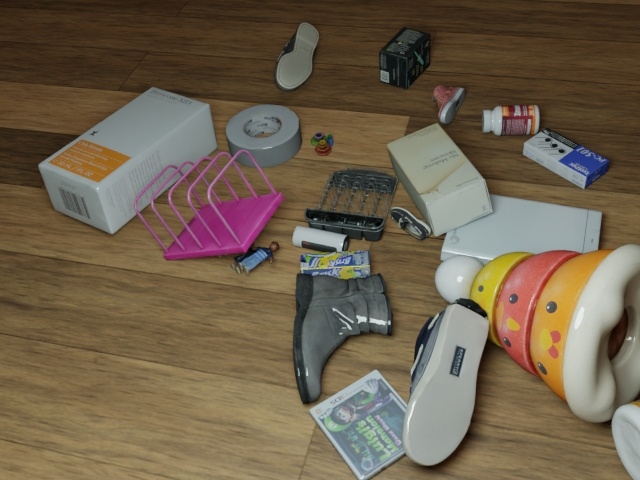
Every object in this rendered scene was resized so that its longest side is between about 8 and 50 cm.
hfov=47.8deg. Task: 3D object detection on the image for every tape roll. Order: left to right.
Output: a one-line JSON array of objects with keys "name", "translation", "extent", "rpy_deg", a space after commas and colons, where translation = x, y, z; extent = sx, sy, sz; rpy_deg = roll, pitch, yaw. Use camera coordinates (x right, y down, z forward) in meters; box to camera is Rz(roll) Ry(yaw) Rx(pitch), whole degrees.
[{"name": "tape roll", "translation": [-0.166, -0.310, 2.132], "extent": [0.219, 0.072, 0.219], "rpy_deg": [-4, 45, 4]}]

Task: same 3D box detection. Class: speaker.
[{"name": "speaker", "translation": [0.000, 0.000, 1.817], "extent": [0.136, 0.055, 0.055], "rpy_deg": [12, 48, 18]}]

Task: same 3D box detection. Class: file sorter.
[{"name": "file sorter", "translation": [-0.283, -0.093, 1.782], "extent": [0.290, 0.182, 0.202], "rpy_deg": [-6, 38, 39]}]

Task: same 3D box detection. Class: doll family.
[{"name": "doll family", "translation": [-0.183, 0.020, 1.813], "extent": [0.111, 0.076, 0.193], "rpy_deg": [-31, 55, -28]}]

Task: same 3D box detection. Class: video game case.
[{"name": "video game case", "translation": [0.099, 0.370, 1.463], "extent": [0.173, 0.022, 0.190], "rpy_deg": [-28, 49, -19]}]

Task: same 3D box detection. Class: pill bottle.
[{"name": "pill bottle", "translation": [0.541, -0.343, 2.063], "extent": [0.152, 0.086, 0.086], "rpy_deg": [-1, 46, 6]}, {"name": "pill bottle", "translation": [0.695, 0.344, 1.316], "extent": [0.278, 0.162, 0.162], "rpy_deg": [-15, 46, -6]}]

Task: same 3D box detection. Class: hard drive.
[{"name": "hard drive", "translation": [0.494, -0.013, 1.772], "extent": [0.353, 0.047, 0.233], "rpy_deg": [10, 48, 17]}]

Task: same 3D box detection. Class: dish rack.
[{"name": "dish rack", "translation": [0.091, -0.111, 1.902], "extent": [0.208, 0.074, 0.271], "rpy_deg": [9, 47, 14]}]

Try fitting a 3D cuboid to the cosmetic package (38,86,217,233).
[{"name": "cosmetic package", "translation": [-0.522, -0.237, 2.022], "extent": [0.230, 0.162, 0.453], "rpy_deg": [20, 47, 25]}]

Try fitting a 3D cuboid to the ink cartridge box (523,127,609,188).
[{"name": "ink cartridge box", "translation": [0.663, -0.226, 1.961], "extent": [0.097, 0.046, 0.207], "rpy_deg": [-33, 51, -21]}]

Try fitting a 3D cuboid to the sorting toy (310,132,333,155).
[{"name": "sorting toy", "translation": [0.006, -0.291, 2.111], "extent": [0.061, 0.042, 0.102], "rpy_deg": [-14, 45, -7]}]

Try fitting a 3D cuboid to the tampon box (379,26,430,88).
[{"name": "tampon box", "translation": [0.271, -0.583, 2.309], "extent": [0.101, 0.120, 0.161], "rpy_deg": [23, 52, 26]}]

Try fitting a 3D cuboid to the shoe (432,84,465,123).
[{"name": "shoe", "translation": [0.369, -0.410, 2.171], "extent": [0.081, 0.063, 0.178], "rpy_deg": [15, 44, 23]}]

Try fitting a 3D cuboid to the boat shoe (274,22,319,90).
[{"name": "boat shoe", "translation": [-0.085, -0.589, 2.398], "extent": [0.112, 0.095, 0.335], "rpy_deg": [30, 51, -14]}]

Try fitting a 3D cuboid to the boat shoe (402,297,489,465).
[{"name": "boat shoe", "translation": [0.235, 0.290, 1.459], "extent": [0.127, 0.158, 0.341], "rpy_deg": [28, 67, -5]}]

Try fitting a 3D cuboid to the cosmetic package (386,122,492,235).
[{"name": "cosmetic package", "translation": [0.298, -0.163, 1.855], "extent": [0.160, 0.113, 0.309], "rpy_deg": [-24, 37, 0]}]

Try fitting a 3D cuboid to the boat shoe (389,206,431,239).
[{"name": "boat shoe", "translation": [0.221, -0.041, 1.838], "extent": [0.125, 0.046, 0.038], "rpy_deg": [37, 55, 25]}]

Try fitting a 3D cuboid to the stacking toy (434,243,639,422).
[{"name": "stacking toy", "translation": [0.434, 0.141, 1.514], "extent": [0.350, 0.351, 0.480], "rpy_deg": [-40, 35, -28]}]

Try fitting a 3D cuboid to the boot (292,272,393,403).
[{"name": "boot", "translation": [0.053, 0.197, 1.582], "extent": [0.222, 0.118, 0.338], "rpy_deg": [1, 50, 1]}]

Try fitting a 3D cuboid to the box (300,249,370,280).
[{"name": "box", "translation": [0.036, 0.065, 1.744], "extent": [0.168, 0.059, 0.054], "rpy_deg": [-3, 44, 5]}]
